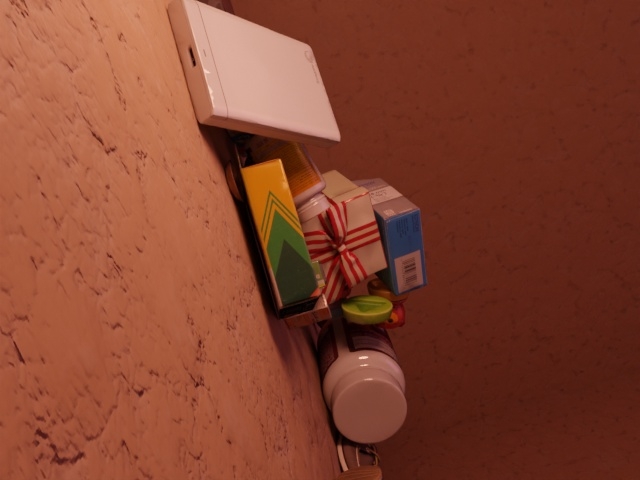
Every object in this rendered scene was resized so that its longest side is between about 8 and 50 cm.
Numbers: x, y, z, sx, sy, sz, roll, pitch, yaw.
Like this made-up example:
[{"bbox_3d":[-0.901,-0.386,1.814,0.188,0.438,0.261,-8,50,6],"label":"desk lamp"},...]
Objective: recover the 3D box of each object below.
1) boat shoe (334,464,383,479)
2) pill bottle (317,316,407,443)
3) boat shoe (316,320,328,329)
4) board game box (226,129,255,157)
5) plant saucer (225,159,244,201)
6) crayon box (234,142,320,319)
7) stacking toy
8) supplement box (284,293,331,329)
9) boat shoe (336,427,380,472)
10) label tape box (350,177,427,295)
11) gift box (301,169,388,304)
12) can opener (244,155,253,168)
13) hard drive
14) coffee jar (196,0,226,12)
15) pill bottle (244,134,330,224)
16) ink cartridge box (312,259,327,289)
[{"bbox_3d":[0.081,0.538,1.329,0.285,0.103,0.092,-11,88,-85],"label":"boat shoe"},{"bbox_3d":[0.111,0.367,1.813,0.392,0.224,0.224,-101,174,-72],"label":"pill bottle"},{"bbox_3d":[0.005,0.214,2.150,0.307,0.110,0.104,61,10,-22],"label":"boat shoe"},{"bbox_3d":[-0.154,-0.314,1.467,0.275,0.144,0.142,65,9,-74],"label":"board game box"},{"bbox_3d":[-0.164,-0.110,1.240,0.083,0.015,0.083,-18,90,-88],"label":"plant saucer"},{"bbox_3d":[-0.086,-0.019,1.270,0.202,0.081,0.318,109,-36,-77],"label":"crayon box"},{"bbox_3d":[0.079,0.199,1.781,0.279,0.309,0.130,-50,141,-68],"label":"stacking toy"},{"bbox_3d":[-0.030,0.158,1.450,0.062,0.098,0.036,69,4,-59],"label":"supplement box"},{"bbox_3d":[0.103,0.558,1.731,0.324,0.096,0.116,-90,163,-85],"label":"boat shoe"},{"bbox_3d":[0.159,-0.037,1.808,0.334,0.106,0.240,-131,-154,-55],"label":"label tape box"},{"bbox_3d":[0.000,0.000,1.685,0.258,0.276,0.255,44,-21,60],"label":"gift box"},{"bbox_3d":[-0.124,-0.077,1.511,0.076,0.095,0.283,81,5,-70],"label":"can opener"},{"bbox_3d":[-0.111,-0.303,1.237,0.353,0.047,0.233,1,68,-53],"label":"hard drive"},{"bbox_3d":[-0.233,-0.464,1.498,0.184,0.079,0.096,67,6,-69],"label":"coffee jar"},{"bbox_3d":[-0.067,-0.145,1.435,0.215,0.117,0.117,59,2,-3],"label":"pill bottle"},{"bbox_3d":[-0.047,0.087,1.456,0.209,0.109,0.062,3,69,-88],"label":"ink cartridge box"}]
